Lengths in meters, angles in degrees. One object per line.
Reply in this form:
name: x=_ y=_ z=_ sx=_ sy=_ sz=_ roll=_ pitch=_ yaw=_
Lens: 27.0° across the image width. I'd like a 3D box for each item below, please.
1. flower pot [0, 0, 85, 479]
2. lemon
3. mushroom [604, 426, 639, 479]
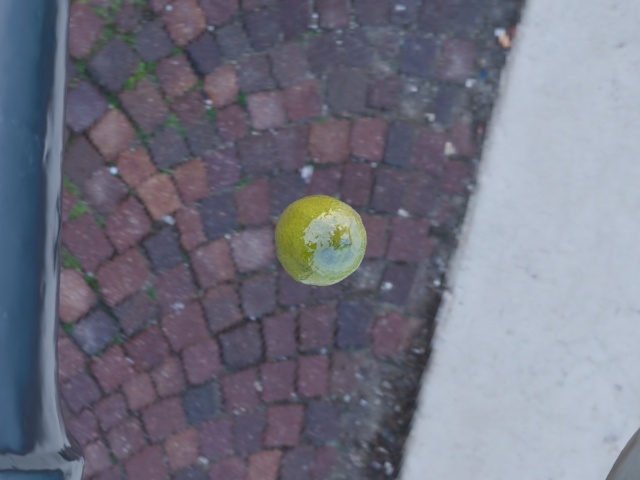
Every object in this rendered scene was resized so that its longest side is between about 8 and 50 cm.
flower pot: x=-0.243 y=-0.051 z=0.571 sx=0.379 sy=0.379 sz=0.251 roll=20 pitch=84 yaw=-31
lemon: x=0.000 y=0.000 z=1.184 sx=0.082 sy=0.111 sz=0.082 roll=0 pitch=91 yaw=-15
mushroom: x=0.206 y=0.137 z=0.407 sx=0.244 sy=0.243 sz=0.243 roll=-6 pitch=101 yaw=-29
